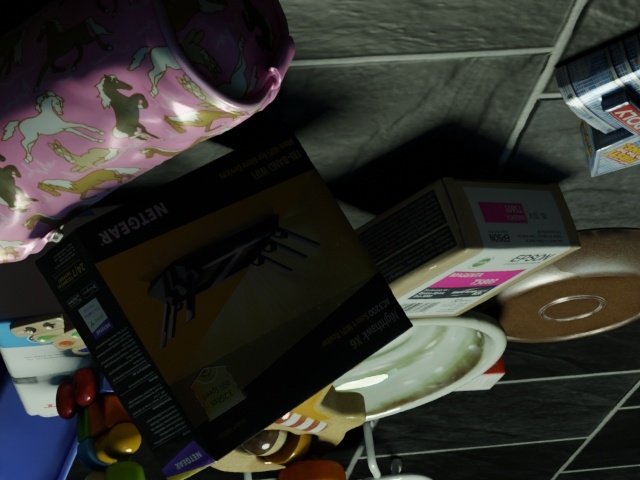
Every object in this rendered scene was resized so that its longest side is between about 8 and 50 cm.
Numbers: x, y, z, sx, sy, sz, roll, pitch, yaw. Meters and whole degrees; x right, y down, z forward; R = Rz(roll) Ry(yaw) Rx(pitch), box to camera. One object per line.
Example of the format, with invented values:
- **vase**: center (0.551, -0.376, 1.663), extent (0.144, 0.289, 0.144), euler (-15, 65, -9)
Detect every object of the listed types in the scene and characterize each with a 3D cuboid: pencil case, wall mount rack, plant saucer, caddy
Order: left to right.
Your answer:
- **caddy**: center (-0.417, 0.295, 2.112), extent (0.241, 0.341, 0.179), euler (-24, 122, 35)
- **pencil case**: center (-0.201, -0.113, 1.443), extent (0.386, 0.160, 0.167), euler (-28, 159, 38)
- **wall mount rack**: center (0.011, 0.388, 2.734), extent (0.350, 0.130, 0.304), euler (-11, 153, 7)
- **plant saucer**: center (0.033, 0.137, 2.152), extent (0.400, 0.101, 0.400), euler (-11, 158, -5)
- **plant saucer**: center (0.322, 0.069, 2.180), extent (0.310, 0.050, 0.310), euler (-6, 158, -3)

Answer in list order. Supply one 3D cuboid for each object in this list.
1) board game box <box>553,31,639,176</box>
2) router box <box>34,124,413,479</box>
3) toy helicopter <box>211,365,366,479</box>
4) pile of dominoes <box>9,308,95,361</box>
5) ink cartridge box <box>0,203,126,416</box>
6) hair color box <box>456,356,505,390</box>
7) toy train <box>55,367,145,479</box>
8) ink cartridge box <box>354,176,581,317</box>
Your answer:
- **board game box**: center (0.326, -0.135, 1.690), extent (0.194, 0.060, 0.194), euler (-24, 152, 31)
- **router box**: center (-0.084, 0.053, 1.605), extent (0.309, 0.243, 0.081), euler (-31, 179, -45)
- **toy helicopter**: center (-0.051, 0.181, 1.934), extent (0.235, 0.140, 0.355), euler (5, 149, -18)
- **pile of dominoes**: center (-0.178, 0.105, 1.780), extent (0.196, 0.040, 0.251), euler (-22, 153, 26)
- **ink cartridge box**: center (-0.247, 0.081, 1.914), extent (0.223, 0.129, 0.307), euler (-8, 157, -5)
- **hair color box**: center (0.184, 0.186, 2.409), extent (0.141, 0.043, 0.072), euler (-2, 156, -17)
- **toy train**: center (-0.213, 0.208, 1.829), extent (0.105, 0.143, 0.248), euler (2, 164, -21)
- **ink cartridge box**: center (0.143, 0.012, 1.862), extent (0.193, 0.088, 0.234), euler (-31, 161, 36)
